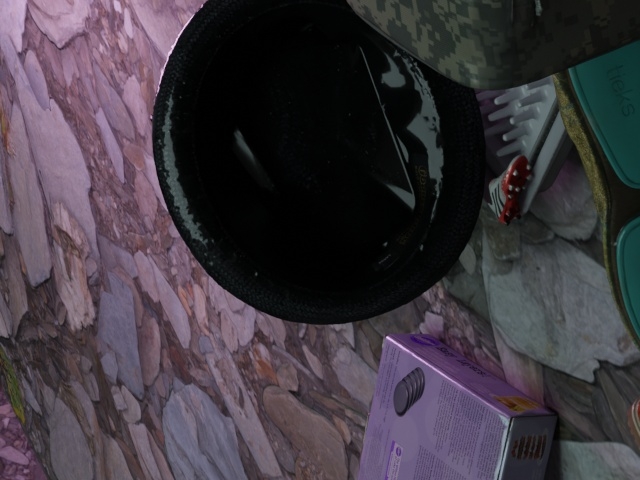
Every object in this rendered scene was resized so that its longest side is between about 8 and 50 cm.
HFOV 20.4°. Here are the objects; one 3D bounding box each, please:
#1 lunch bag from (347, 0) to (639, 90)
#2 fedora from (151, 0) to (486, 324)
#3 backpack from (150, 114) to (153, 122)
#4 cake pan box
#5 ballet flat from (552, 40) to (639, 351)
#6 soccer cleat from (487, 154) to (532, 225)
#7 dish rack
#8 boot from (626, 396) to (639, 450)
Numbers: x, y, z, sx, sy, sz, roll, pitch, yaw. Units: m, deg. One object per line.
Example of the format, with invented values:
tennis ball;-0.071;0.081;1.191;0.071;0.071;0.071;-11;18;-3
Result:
lunch bag;0.164;-0.279;1.238;0.212;0.305;0.256;41;144;47
fedora;0.001;-0.093;1.672;0.152;0.334;0.334;-63;-43;-81
backpack;-0.117;-0.098;2.182;0.173;0.117;0.158;25;130;58
cake pan box;0.132;0.262;1.898;0.245;0.070;0.267;30;114;57
ballet flat;0.266;-0.051;1.425;0.123;0.123;0.349;25;142;58
soccer cleat;0.165;-0.049;1.578;0.035;0.029;0.083;48;153;31
dish rack;0.146;-0.215;1.603;0.333;0.072;0.285;58;152;26
boot;0.329;0.190;1.547;0.158;0.059;0.085;61;149;22
